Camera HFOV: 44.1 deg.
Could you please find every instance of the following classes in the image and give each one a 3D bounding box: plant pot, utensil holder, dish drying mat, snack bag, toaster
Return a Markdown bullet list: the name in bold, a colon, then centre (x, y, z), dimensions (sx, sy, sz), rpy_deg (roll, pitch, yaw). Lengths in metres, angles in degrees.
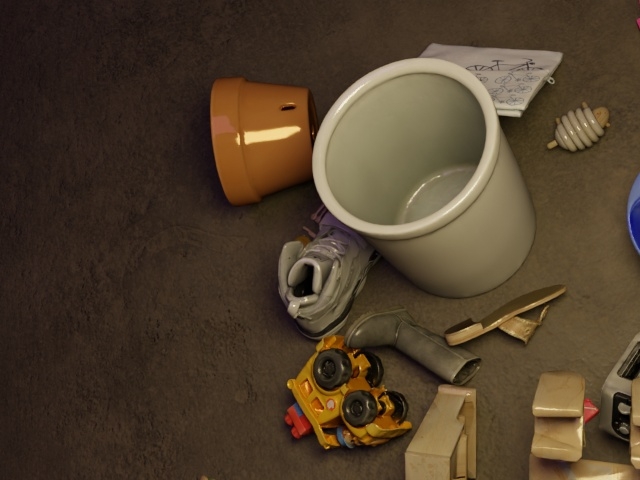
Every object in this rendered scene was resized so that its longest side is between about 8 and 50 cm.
- **plant pot**: centre (-0.111, -0.229, 1.770), dimensions (0.203, 0.291, 0.291), rpy_deg (-5, 65, 7)
- **utensil holder**: centre (0.213, -0.092, 1.460), dimensions (0.327, 0.385, 0.328), rpy_deg (-11, 63, 24)
- **dish drying mat**: centre (0.446, 0.314, 1.386), dimensions (0.083, 0.008, 0.032), rpy_deg (-41, 57, 6)
- **snack bag**: centre (0.310, -0.341, 1.613), dimensions (0.322, 0.037, 0.342), rpy_deg (11, 35, 29)
- **toaster**: centre (0.561, 0.247, 1.263), dimensions (0.168, 0.110, 0.185), rpy_deg (20, 47, 38)

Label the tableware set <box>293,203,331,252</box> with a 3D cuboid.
- **tableware set**: centre (0.000, 0.000, 1.749), dimensions (0.104, 0.024, 0.154), rpy_deg (35, 86, 31)

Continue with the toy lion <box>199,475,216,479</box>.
- **toy lion**: centre (-0.236, 0.539, 1.614), dimensions (0.100, 0.034, 0.096), rpy_deg (19, 81, 54)

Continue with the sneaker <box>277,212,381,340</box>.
- **sneaker**: centre (0.032, 0.017, 1.600), dimensions (0.137, 0.210, 0.366), rpy_deg (21, 80, 20)

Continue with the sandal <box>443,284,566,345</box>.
- **sandal**: centre (0.354, 0.162, 1.470), dimensions (0.239, 0.088, 0.079), rpy_deg (-23, 94, 1)

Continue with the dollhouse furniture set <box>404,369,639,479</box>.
- **dollhouse furniture set**: centre (0.356, 0.376, 1.250), dimensions (0.393, 0.256, 0.363), rpy_deg (2, 104, 20)

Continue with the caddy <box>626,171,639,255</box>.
- **caddy**: centre (0.665, -0.022, 1.266), dimensions (0.341, 0.179, 0.241), rpy_deg (40, 116, 41)

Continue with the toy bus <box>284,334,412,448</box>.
- **toy bus**: centre (0.034, 0.326, 1.523), dimensions (0.211, 0.149, 0.220), rpy_deg (-47, 57, 18)

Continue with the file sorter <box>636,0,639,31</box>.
- **file sorter**: centre (0.752, -0.429, 1.452), dimensions (0.290, 0.182, 0.202), rpy_deg (-18, 61, 19)

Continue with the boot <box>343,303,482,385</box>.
- **boot**: centre (0.173, 0.209, 1.492), dimensions (0.208, 0.189, 0.076), rpy_deg (41, 134, 33)

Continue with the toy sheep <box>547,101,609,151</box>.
- **toy sheep**: centre (0.504, -0.218, 1.548), dimensions (0.132, 0.091, 0.091), rpy_deg (-36, 56, 26)
